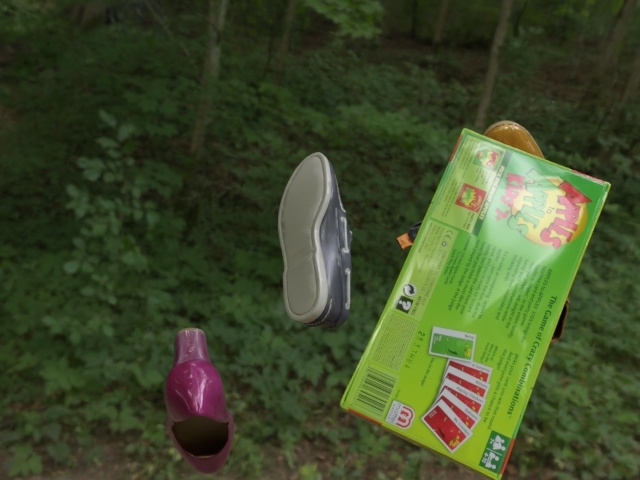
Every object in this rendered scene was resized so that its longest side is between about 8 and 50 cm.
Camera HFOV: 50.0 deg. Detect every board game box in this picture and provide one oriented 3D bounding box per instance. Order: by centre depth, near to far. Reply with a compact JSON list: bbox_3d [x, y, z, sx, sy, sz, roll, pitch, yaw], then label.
[{"bbox_3d":[0.091,0.034,0.403,0.092,0.181,0.043,23,-14,10],"label":"board game box"}]

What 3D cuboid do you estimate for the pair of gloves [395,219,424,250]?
[{"bbox_3d":[0.134,0.005,0.798,0.010,0.074,0.083,55,4,-47],"label":"pair of gloves"}]

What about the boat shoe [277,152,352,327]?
[{"bbox_3d":[0.000,0.000,0.757,0.075,0.206,0.065,-24,-37,37],"label":"boat shoe"}]

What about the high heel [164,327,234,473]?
[{"bbox_3d":[-0.215,0.343,1.203,0.127,0.377,0.181,-10,39,-6],"label":"high heel"}]

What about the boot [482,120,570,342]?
[{"bbox_3d":[0.311,-0.012,1.015,0.104,0.295,0.211,-15,28,15],"label":"boot"}]
